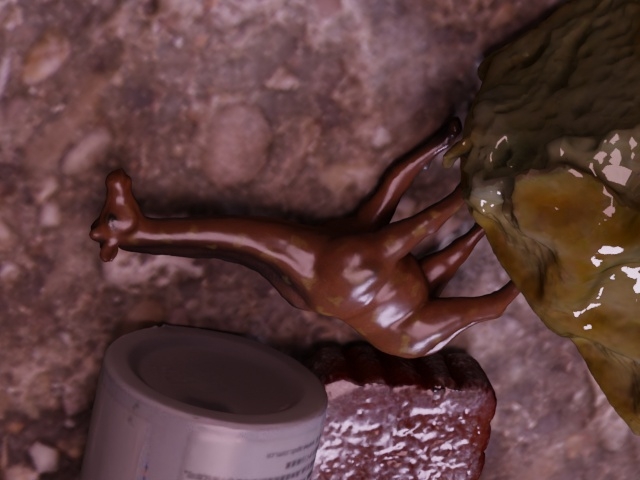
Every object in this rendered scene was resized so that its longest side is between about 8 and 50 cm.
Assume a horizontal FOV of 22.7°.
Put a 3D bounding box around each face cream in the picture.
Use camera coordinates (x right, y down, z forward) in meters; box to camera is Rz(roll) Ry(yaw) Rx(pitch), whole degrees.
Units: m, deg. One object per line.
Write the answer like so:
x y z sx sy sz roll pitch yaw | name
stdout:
-0.105 0.251 1.029 0.145 0.145 0.370 10 107 -17 | face cream

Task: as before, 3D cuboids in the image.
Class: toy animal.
0.000 0.000 0.990 0.229 0.066 0.224 -33 115 1 | toy animal

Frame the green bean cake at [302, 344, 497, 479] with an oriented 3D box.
0.042 0.137 1.077 0.135 0.056 0.135 4 118 -14 | green bean cake

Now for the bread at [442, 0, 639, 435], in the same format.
0.217 -0.024 0.958 0.196 0.238 0.252 -11 124 39 | bread
